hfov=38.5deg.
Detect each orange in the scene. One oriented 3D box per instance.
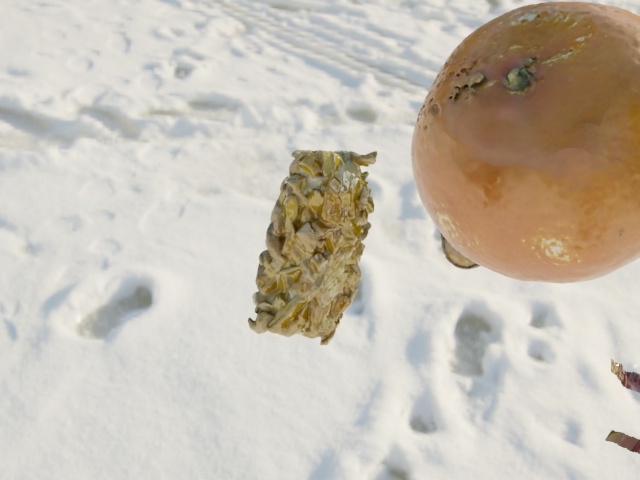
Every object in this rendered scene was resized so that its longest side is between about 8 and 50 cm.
[{"bbox_3d":[0.333,-0.149,1.298,0.424,0.326,0.424,-18,49,22],"label":"orange"}]

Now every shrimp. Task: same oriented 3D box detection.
[{"bbox_3d":[0.294,-0.022,1.602,0.178,0.124,0.034,-22,-14,20],"label":"shrimp"}]

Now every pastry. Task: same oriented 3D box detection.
[{"bbox_3d":[0.000,0.000,1.087,0.102,0.250,0.154,26,15,36],"label":"pastry"}]

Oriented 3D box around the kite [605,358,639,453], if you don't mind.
[{"bbox_3d":[0.377,0.210,0.763,0.360,0.022,0.204,26,58,-16],"label":"kite"}]
